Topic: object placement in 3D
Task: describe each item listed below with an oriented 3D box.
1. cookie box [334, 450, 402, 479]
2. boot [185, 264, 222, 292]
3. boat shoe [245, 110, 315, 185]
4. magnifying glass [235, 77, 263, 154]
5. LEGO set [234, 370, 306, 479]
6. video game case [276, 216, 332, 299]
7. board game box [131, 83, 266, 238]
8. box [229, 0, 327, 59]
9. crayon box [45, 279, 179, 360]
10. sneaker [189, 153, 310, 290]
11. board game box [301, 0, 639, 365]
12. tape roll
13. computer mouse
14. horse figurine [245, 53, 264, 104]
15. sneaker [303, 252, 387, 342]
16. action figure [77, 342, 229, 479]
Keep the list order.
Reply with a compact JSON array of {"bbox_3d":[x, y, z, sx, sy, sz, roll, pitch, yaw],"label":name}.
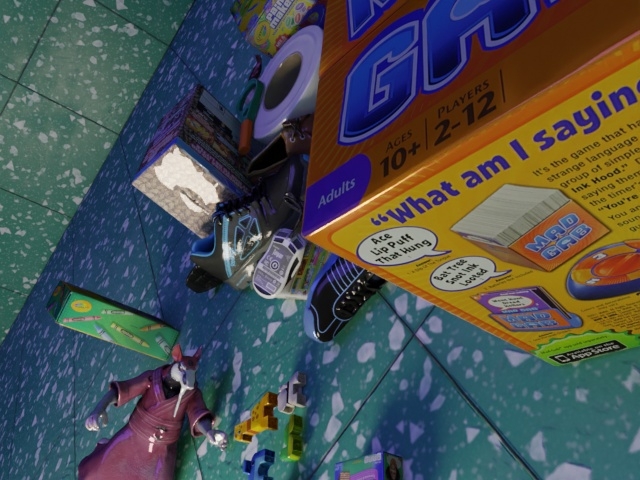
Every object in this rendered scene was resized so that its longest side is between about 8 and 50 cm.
[{"bbox_3d":[0.059,0.329,0.770,0.092,0.040,0.107,-32,43,40],"label":"cookie box"},{"bbox_3d":[-0.237,0.021,1.437,0.198,0.077,0.137,-43,29,8],"label":"boot"},{"bbox_3d":[-0.033,-0.194,1.242,0.307,0.104,0.111,-42,40,32],"label":"boat shoe"},{"bbox_3d":[-0.167,-0.284,1.403,0.092,0.026,0.231,-38,40,37],"label":"magnifying glass"},{"bbox_3d":[-0.084,0.315,0.953,0.093,0.087,0.227,-36,39,37],"label":"LEGO set"},{"bbox_3d":[0.000,0.000,1.128,0.206,0.026,0.227,-4,63,55],"label":"video game case"},{"bbox_3d":[-0.255,-0.172,1.381,0.141,0.232,0.291,-35,29,25],"label":"board game box"},{"bbox_3d":[-0.063,-0.614,1.542,0.290,0.177,0.279,-50,33,20],"label":"box"},{"bbox_3d":[-0.499,0.192,1.483,0.165,0.278,0.081,10,74,59],"label":"crayon box"},{"bbox_3d":[-0.135,-0.042,1.215,0.341,0.139,0.125,-52,22,26],"label":"sneaker"},{"bbox_3d":[0.243,-0.144,0.545,0.356,0.356,0.356,-29,44,43],"label":"board game box"},{"bbox_3d":[-0.049,-0.334,1.385,0.286,0.100,0.286,-36,40,38],"label":"tape roll"},{"bbox_3d":[-0.061,0.016,1.120,0.106,0.042,0.193,33,101,21],"label":"computer mouse"},{"bbox_3d":[-0.153,-0.391,1.620,0.174,0.066,0.263,-45,37,18],"label":"horse figurine"},{"bbox_3d":[0.053,0.061,0.946,0.090,0.081,0.232,28,94,52],"label":"sneaker"},{"bbox_3d":[-0.312,0.366,1.213,0.370,0.248,0.276,-63,4,2],"label":"action figure"}]
